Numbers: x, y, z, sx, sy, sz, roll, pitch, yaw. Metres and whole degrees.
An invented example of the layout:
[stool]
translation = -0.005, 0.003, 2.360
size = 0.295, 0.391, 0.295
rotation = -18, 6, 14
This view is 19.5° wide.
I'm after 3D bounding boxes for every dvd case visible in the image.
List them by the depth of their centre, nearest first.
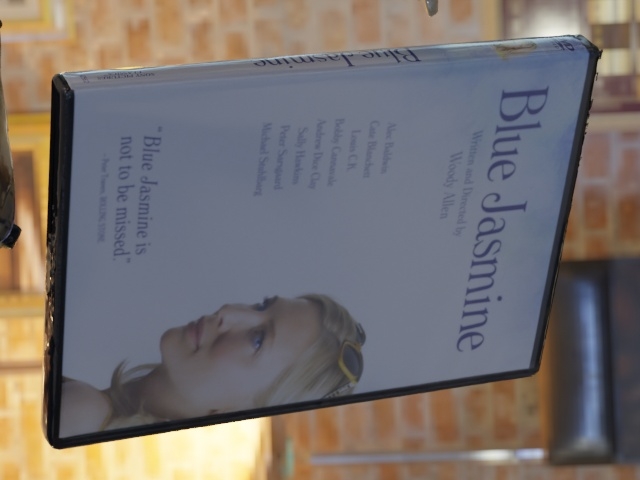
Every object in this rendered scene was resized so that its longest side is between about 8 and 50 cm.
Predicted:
[dvd case]
translation = 0.000, 0.000, 0.839
size = 0.022, 0.253, 0.180
rotation = -129, 39, -52

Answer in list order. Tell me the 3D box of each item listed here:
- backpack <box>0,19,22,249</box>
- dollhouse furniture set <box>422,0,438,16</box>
[backpack]
translation = -0.247, -0.062, 0.910
size = 0.117, 0.173, 0.158
rotation = 68, -168, -66
[dollhouse furniture set]
translation = 0.180, -0.298, 1.468
size = 0.259, 0.262, 0.135
rotation = -98, -10, -72
